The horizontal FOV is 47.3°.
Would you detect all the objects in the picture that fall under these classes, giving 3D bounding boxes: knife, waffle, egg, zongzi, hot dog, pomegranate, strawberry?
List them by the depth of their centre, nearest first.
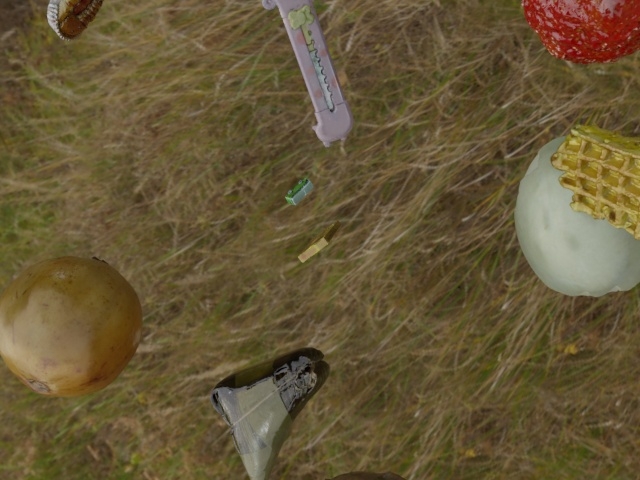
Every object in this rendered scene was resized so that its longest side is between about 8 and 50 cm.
[{"bbox_3d":[0.432,-0.398,1.119,0.258,0.277,0.257,5,107,18],"label":"strawberry"},{"bbox_3d":[0.457,-0.096,1.151,0.211,0.055,0.160,31,146,40],"label":"waffle"},{"bbox_3d":[-0.391,-0.419,1.204,0.053,0.099,0.192,19,82,14],"label":"hot dog"},{"bbox_3d":[-0.444,0.143,1.300,0.264,0.264,0.264,18,124,30],"label":"pomegranate"},{"bbox_3d":[-0.013,-0.381,1.502,0.132,0.038,0.398,-21,117,-1],"label":"knife"},{"bbox_3d":[0.552,-0.057,1.541,0.279,0.278,0.335,-7,97,40],"label":"egg"},{"bbox_3d":[-0.084,0.440,1.761,0.290,0.154,0.317,-24,80,26],"label":"zongzi"}]

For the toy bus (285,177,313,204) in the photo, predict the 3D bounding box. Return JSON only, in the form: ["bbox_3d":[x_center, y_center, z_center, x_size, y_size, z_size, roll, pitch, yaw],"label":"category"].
[{"bbox_3d":[-0.056,-0.133,1.994,0.037,0.083,0.031,20,148,48],"label":"toy bus"}]

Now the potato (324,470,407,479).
[{"bbox_3d":[0.088,0.400,0.894,0.289,0.301,0.237,-15,102,-4],"label":"potato"}]

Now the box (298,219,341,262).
[{"bbox_3d":[0.000,0.000,1.828,0.089,0.156,0.022,-35,97,24],"label":"box"}]
